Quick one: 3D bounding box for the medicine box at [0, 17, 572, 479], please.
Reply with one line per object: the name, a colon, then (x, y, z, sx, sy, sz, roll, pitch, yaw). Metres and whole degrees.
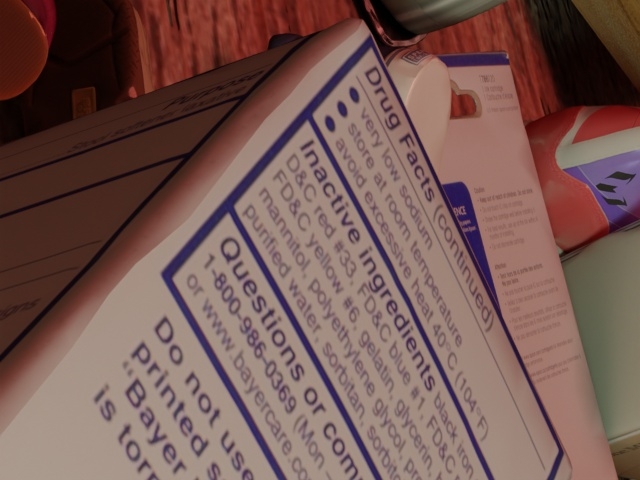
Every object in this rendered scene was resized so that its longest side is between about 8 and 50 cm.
medicine box: (-0.116, 0.099, 0.439, 0.149, 0.263, 0.289, 64, 33, -18)

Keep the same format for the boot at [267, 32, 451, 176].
boot: (0.000, 0.000, 0.873, 0.069, 0.086, 0.190, 11, 92, -62)

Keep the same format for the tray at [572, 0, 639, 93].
tray: (0.283, -0.209, 1.355, 0.203, 0.076, 0.411, 55, 29, 7)

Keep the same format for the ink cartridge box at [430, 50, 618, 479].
ink cartridge box: (0.080, 0.070, 0.966, 0.165, 0.065, 0.332, -10, 86, -58)

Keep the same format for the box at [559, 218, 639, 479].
box: (0.284, 0.081, 1.122, 0.311, 0.148, 0.121, 13, 64, -32)

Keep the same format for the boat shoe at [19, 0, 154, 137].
boat shoe: (-0.084, -0.007, 0.742, 0.072, 0.068, 0.190, 64, 26, -62)

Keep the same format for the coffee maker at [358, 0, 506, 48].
coffee maker: (0.090, -0.203, 0.998, 0.171, 0.178, 0.120, 52, 36, -32)

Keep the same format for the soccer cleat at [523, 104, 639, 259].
soccer cleat: (0.221, -0.020, 1.183, 0.318, 0.116, 0.108, 15, 63, -55)

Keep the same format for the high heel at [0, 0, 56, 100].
high heel: (-0.184, -0.148, 0.662, 0.244, 0.082, 0.117, 42, 1, -18)
